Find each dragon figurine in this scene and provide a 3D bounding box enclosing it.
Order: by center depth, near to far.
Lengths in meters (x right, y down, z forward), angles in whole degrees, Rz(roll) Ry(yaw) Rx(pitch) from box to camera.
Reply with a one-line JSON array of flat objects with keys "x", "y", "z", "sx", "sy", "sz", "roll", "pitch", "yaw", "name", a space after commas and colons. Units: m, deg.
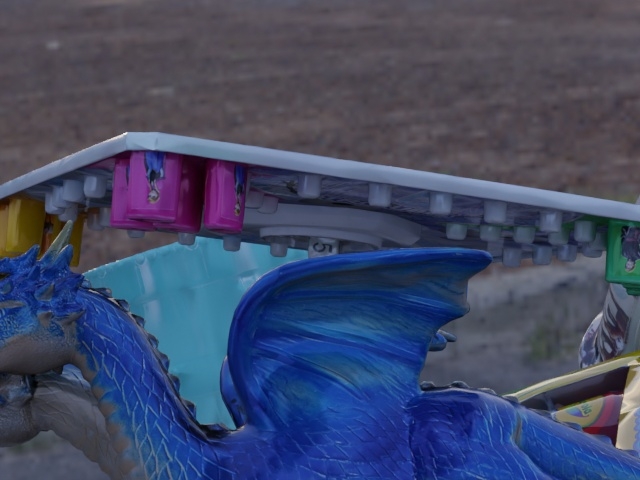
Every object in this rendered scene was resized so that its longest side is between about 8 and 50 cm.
[{"x": 0.015, "y": 0.052, "z": 0.521, "sx": 0.289, "sy": 0.144, "sz": 0.085, "roll": -11, "pitch": -20, "yaw": -11, "name": "dragon figurine"}]

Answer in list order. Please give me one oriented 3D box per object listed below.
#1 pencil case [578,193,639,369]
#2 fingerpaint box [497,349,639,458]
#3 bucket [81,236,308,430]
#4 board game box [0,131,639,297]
[{"x": 0.321, "y": 0.016, "z": 1.403, "sx": 0.183, "sy": 0.410, "sz": 0.160, "roll": -24, "pitch": 59, "yaw": -19, "name": "pencil case"}, {"x": 0.180, "y": 0.233, "z": 1.208, "sx": 0.371, "sy": 0.163, "sz": 0.445, "roll": -19, "pitch": 10, "yaw": 18, "name": "fingerpaint box"}, {"x": -0.088, "y": 0.087, "z": 1.574, "sx": 0.281, "sy": 0.183, "sz": 0.281, "roll": -16, "pitch": -2, "yaw": -1, "name": "bucket"}, {"x": 0.000, "y": 0.000, "z": 1.131, "sx": 0.390, "sy": 0.050, "sz": 0.390, "roll": 8, "pitch": -7, "yaw": -23, "name": "board game box"}]
